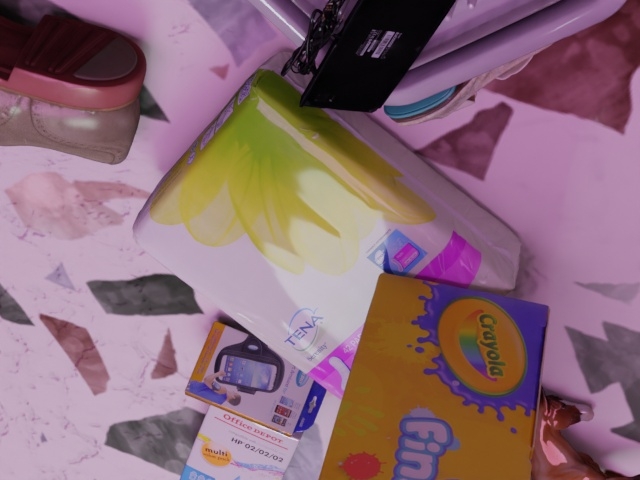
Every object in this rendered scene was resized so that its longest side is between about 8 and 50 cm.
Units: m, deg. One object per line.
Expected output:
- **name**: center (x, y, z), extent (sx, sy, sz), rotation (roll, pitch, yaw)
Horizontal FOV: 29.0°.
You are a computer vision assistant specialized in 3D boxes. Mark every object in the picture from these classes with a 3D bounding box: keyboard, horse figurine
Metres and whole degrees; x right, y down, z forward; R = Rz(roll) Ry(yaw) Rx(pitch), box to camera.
- **keyboard**: center (0.034, -0.167, 0.959), extent (0.100, 0.038, 0.192), rotation (4, 150, -22)
- **horse figurine**: center (0.264, 0.285, 1.281), extent (0.174, 0.066, 0.263), rotation (17, 125, -1)

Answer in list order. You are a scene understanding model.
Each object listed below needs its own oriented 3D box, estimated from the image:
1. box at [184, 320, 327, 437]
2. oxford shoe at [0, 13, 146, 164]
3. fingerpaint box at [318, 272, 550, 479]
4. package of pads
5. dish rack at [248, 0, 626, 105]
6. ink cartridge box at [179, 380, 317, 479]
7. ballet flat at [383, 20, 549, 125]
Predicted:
- **box**: center (-0.063, 0.146, 1.277), extent (0.136, 0.081, 0.028), rotation (21, 164, 3)
- **oxford shoe**: center (-0.333, -0.147, 1.133), extent (0.348, 0.123, 0.130), rotation (17, 133, 7)
- **fingerpaint box**: center (0.062, 0.309, 1.000), extent (0.163, 0.445, 0.371), rotation (11, 127, 7)
- **package of pads**: center (0.000, 0.000, 1.141), extent (0.296, 0.101, 0.229), rotation (39, 125, -11)
- **dish rack**: center (0.041, -0.255, 0.908), extent (0.285, 0.072, 0.333), rotation (-21, 130, 42)
- **ink cartridge box**: center (-0.077, 0.208, 1.336), extent (0.104, 0.061, 0.181), rotation (23, 127, 1)
- **ballet flat**: center (0.127, -0.138, 1.034), extent (0.052, 0.057, 0.168), rotation (25, 137, -37)
